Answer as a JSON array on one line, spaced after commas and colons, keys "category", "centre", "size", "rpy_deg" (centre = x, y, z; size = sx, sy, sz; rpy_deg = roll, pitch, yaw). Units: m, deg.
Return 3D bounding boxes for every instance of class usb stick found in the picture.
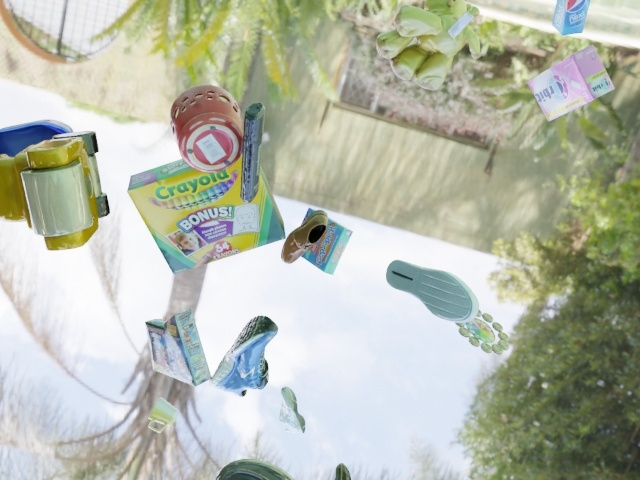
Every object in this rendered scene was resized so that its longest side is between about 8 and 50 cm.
[{"category": "usb stick", "centre": [-0.173, -0.217, 1.783], "size": [0.045, 0.278, 0.077], "rpy_deg": [12, -138, 2]}]

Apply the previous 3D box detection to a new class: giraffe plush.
[{"category": "giraffe plush", "centre": [0.233, -0.438, 1.429], "size": [0.181, 0.210, 0.170], "rpy_deg": [42, -135, -27]}]

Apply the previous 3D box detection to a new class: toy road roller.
[{"category": "toy road roller", "centre": [-0.596, -0.107, 1.495], "size": [0.240, 0.202, 0.329], "rpy_deg": [-7, -163, -5]}]

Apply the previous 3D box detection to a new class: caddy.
[{"category": "caddy", "centre": [-0.853, -0.223, 2.070], "size": [0.341, 0.241, 0.179], "rpy_deg": [-14, -158, -7]}]

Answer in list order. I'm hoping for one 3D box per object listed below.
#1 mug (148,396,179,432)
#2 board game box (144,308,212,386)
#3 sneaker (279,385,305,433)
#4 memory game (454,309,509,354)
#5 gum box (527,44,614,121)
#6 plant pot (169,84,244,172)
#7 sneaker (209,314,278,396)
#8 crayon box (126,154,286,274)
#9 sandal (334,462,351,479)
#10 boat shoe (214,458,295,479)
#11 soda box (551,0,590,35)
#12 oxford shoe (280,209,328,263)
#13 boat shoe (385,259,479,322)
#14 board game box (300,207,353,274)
[{"category": "mug", "centre": [-0.410, 0.459, 1.849], "size": [0.064, 0.078, 0.062], "rpy_deg": [29, 171, -2]}, {"category": "board game box", "centre": [-0.386, 0.271, 1.896], "size": [0.194, 0.194, 0.060], "rpy_deg": [9, -159, 41]}, {"category": "sneaker", "centre": [-0.089, 0.466, 1.922], "size": [0.061, 0.152, 0.054], "rpy_deg": [-10, -158, 17]}, {"category": "memory game", "centre": [0.464, 0.255, 2.033], "size": [0.186, 0.012, 0.186], "rpy_deg": [20, -146, -14]}, {"category": "gum box", "centre": [0.554, -0.347, 1.585], "size": [0.062, 0.107, 0.188], "rpy_deg": [-27, -179, -16]}, {"category": "plant pot", "centre": [-0.287, -0.284, 1.833], "size": [0.191, 0.191, 0.174], "rpy_deg": [8, -148, -25]}, {"category": "sneaker", "centre": [-0.195, 0.344, 2.059], "size": [0.147, 0.330, 0.130], "rpy_deg": [32, -141, -6]}, {"category": "crayon box", "centre": [-0.321, -0.095, 2.045], "size": [0.363, 0.313, 0.106], "rpy_deg": [-18, -144, 5]}, {"category": "sandal", "centre": [0.038, 0.694, 1.881], "size": [0.060, 0.090, 0.219], "rpy_deg": [-17, -143, 18]}, {"category": "boat shoe", "centre": [-0.077, 0.619, 1.600], "size": [0.355, 0.132, 0.130], "rpy_deg": [34, -179, -12]}, {"category": "soda box", "centre": [0.709, -0.686, 1.972], "size": [0.067, 0.210, 0.071], "rpy_deg": [-9, -135, -6]}, {"category": "oxford shoe", "centre": [-0.052, 0.002, 2.134], "size": [0.076, 0.212, 0.076], "rpy_deg": [26, -151, -25]}, {"category": "boat shoe", "centre": [0.285, 0.115, 1.729], "size": [0.094, 0.109, 0.302], "rpy_deg": [9, -167, -37]}, {"category": "board game box", "centre": [0.000, 0.000, 2.331], "size": [0.047, 0.160, 0.210], "rpy_deg": [20, -172, -41]}]
